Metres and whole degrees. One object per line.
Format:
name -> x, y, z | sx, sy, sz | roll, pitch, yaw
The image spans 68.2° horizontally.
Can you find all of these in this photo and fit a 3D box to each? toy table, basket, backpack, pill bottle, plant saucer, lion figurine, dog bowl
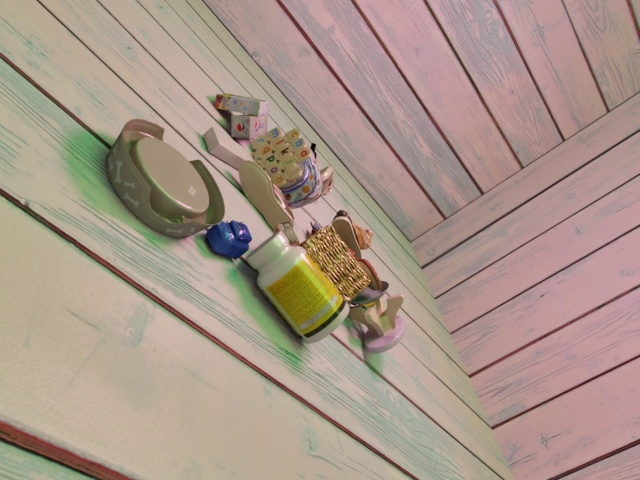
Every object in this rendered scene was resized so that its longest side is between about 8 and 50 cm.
toy table -> 0.246, 0.325, 1.949 | 0.274, 0.252, 0.161 | -65, 133, -76
basket -> 0.005, 0.133, 1.879 | 0.213, 0.223, 0.299 | -37, 92, -41
backpack -> -0.273, -0.012, 1.399 | 0.120, 0.101, 0.098 | 18, 33, -58
backpack -> -0.119, -0.279, 2.058 | 0.263, 0.276, 0.213 | 66, 16, 8
pill bottle -> -0.076, 0.141, 1.479 | 0.334, 0.188, 0.188 | 52, 17, -9
plant saucer -> 0.199, 0.226, 1.977 | 0.195, 0.195, 0.037 | -66, 137, -71
lion figurine -> 0.150, -0.014, 2.530 | 0.240, 0.142, 0.392 | 61, 31, -5
dog bowl -> -0.417, -0.158, 1.279 | 0.349, 0.102, 0.349 | 48, 19, -22

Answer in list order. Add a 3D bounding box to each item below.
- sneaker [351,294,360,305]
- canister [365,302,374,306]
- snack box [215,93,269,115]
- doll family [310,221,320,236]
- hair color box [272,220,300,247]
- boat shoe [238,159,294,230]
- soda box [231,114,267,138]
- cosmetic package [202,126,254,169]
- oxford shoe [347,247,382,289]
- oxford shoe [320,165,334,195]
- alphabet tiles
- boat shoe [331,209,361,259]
sneaker -> 0.146, 0.209, 2.139 | 0.098, 0.083, 0.224 | 47, 18, -46
canister -> 0.239, 0.258, 2.305 | 0.126, 0.073, 0.170 | 61, 16, 18
snack box -> -0.359, -0.630, 2.186 | 0.207, 0.070, 0.174 | 12, 20, 3
doll family -> 0.000, 0.000, 2.162 | 0.193, 0.076, 0.111 | 48, 22, -6
hair color box -> -0.129, 0.020, 1.624 | 0.053, 0.167, 0.093 | -13, 62, -27
boat shoe -> -0.208, -0.171, 1.855 | 0.324, 0.116, 0.097 | 56, 12, -10
soda box -> -0.325, -0.533, 2.193 | 0.286, 0.091, 0.098 | -60, 155, -71
cosmetic package -> -0.356, -0.350, 1.875 | 0.239, 0.060, 0.099 | 28, 33, -56
oxford shoe -> 0.141, 0.143, 2.018 | 0.348, 0.130, 0.123 | 34, -32, 60
oxford shoe -> 0.010, -0.303, 2.505 | 0.130, 0.169, 0.449 | 61, -1, -4
alphabet tiles -> -0.185, -0.344, 1.966 | 0.284, 0.278, 0.021 | 64, 6, 29
boat shoe -> 0.117, 0.002, 2.209 | 0.113, 0.127, 0.340 | -87, 162, -49
